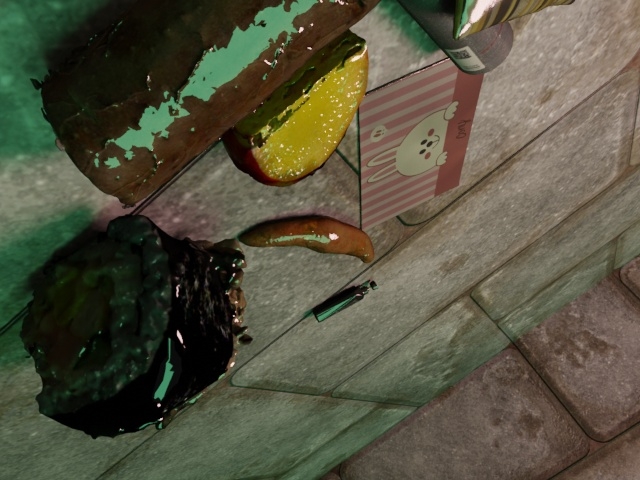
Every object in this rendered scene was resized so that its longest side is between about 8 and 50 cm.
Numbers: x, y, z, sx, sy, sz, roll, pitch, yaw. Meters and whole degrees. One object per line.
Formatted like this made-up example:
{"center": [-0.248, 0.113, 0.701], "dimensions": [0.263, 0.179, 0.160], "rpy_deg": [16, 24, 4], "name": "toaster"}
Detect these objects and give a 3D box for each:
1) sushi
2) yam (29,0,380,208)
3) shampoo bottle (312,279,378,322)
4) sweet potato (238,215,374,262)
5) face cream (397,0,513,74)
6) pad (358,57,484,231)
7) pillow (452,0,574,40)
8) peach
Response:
{"center": [-0.191, 0.102, 0.600], "dimensions": [0.239, 0.224, 0.219], "rpy_deg": [-4, 163, 15], "name": "sushi"}
{"center": [-0.088, -0.155, 0.410], "dimensions": [0.280, 0.131, 0.131], "rpy_deg": [-38, 149, 6], "name": "yam"}
{"center": [0.050, 0.118, 1.020], "dimensions": [0.137, 0.027, 0.048], "rpy_deg": [-27, 162, -9], "name": "shampoo bottle"}
{"center": [0.005, -0.004, 0.776], "dimensions": [0.256, 0.058, 0.078], "rpy_deg": [6, 152, -42], "name": "sweet potato"}
{"center": [0.109, -0.251, 0.499], "dimensions": [0.073, 0.073, 0.284], "rpy_deg": [-46, 148, 21], "name": "face cream"}
{"center": [0.145, -0.135, 0.765], "dimensions": [0.202, 0.005, 0.299], "rpy_deg": [-26, 149, -12], "name": "pad"}
{"center": [0.199, -0.307, 0.464], "dimensions": [0.212, 0.052, 0.208], "rpy_deg": [-28, 131, -31], "name": "pillow"}
{"center": [-0.031, -0.139, 0.516], "dimensions": [0.127, 0.092, 0.172], "rpy_deg": [9, 118, -55], "name": "peach"}
